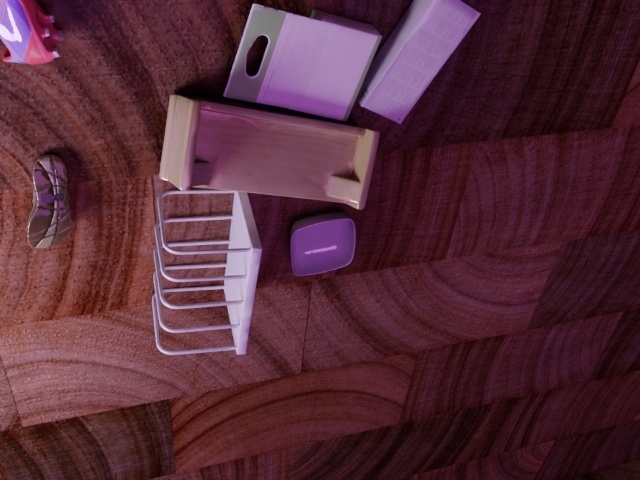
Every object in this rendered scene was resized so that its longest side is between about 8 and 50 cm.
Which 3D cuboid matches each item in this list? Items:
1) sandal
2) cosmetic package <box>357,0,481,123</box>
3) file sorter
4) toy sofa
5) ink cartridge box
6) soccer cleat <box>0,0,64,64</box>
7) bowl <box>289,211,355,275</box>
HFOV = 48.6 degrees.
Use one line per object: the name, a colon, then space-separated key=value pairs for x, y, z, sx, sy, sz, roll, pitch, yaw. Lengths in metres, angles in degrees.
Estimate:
sandal: x=-0.473 y=-0.069 z=1.230 sx=0.072 sy=0.049 sz=0.180 roll=-3 pitch=117 yaw=-28
cosmetic package: x=0.165 y=-0.330 z=1.249 sx=0.099 sy=0.060 sz=0.239 roll=19 pitch=121 yaw=-33
file sorter: x=-0.225 y=0.059 z=1.349 sx=0.173 sy=0.193 sz=0.278 roll=-2 pitch=131 yaw=-18
toy sofa: x=-0.094 y=-0.159 z=1.257 sx=0.362 sy=0.177 sz=0.150 roll=5 pitch=103 yaw=-26
ink cartridge box: x=-0.034 y=-0.303 z=1.194 sx=0.235 sy=0.056 sz=0.171 roll=8 pitch=126 yaw=-25
soccer cleat: x=-0.436 y=-0.343 z=0.961 sx=0.095 sy=0.083 sz=0.248 roll=-8 pitch=143 yaw=2
bowl: x=0.000 y=0.000 z=1.485 sx=0.142 sy=0.053 sz=0.142 roll=-11 pitch=134 yaw=-12
